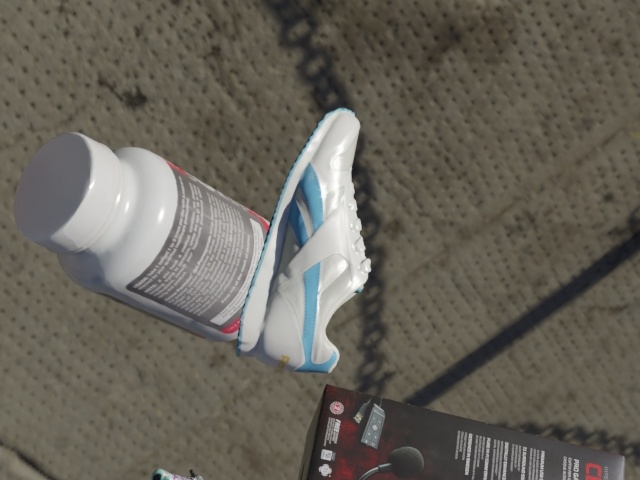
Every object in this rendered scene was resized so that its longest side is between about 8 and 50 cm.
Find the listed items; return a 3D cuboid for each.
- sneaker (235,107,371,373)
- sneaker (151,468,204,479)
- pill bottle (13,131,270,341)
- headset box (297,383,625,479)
[{"bbox_3d":[0.000,0.000,0.975,0.092,0.087,0.229,17,80,-1],"label":"sneaker"},{"bbox_3d":[-0.187,0.330,1.565,0.038,0.069,0.098,-30,112,25],"label":"sneaker"},{"bbox_3d":[-0.200,-0.004,1.371,0.176,0.176,0.318,-44,139,13],"label":"pill bottle"},{"bbox_3d":[0.118,0.265,0.941,0.293,0.218,0.110,15,146,-2],"label":"headset box"}]
